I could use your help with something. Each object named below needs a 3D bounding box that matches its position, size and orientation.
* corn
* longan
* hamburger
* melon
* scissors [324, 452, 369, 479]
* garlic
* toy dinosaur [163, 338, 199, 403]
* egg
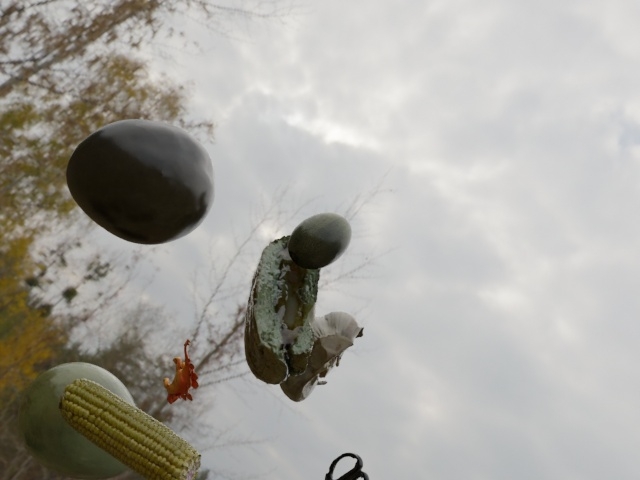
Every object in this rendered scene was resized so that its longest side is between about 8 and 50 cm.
[{"bbox_3d":[-0.294,0.295,1.060,0.248,0.081,0.081,28,-29,14],"label":"corn"},{"bbox_3d":[-0.307,-0.098,1.196,0.248,0.248,0.248,31,-28,19],"label":"longan"},{"bbox_3d":[-0.079,0.147,1.361,0.132,0.309,0.211,10,-42,-8],"label":"hamburger"},{"bbox_3d":[0.000,0.000,1.279,0.098,0.130,0.098,40,-34,34],"label":"melon"},{"bbox_3d":[-0.009,0.578,1.539,0.022,0.300,0.109,24,33,-45],"label":"scissors"},{"bbox_3d":[-0.019,0.242,1.535,0.143,0.229,0.178,36,-21,11],"label":"garlic"},{"bbox_3d":[-0.398,0.406,2.020,0.117,0.070,0.288,58,-43,32],"label":"toy dinosaur"},{"bbox_3d":[-0.485,0.383,1.442,0.218,0.218,0.295,11,-32,45],"label":"egg"}]
